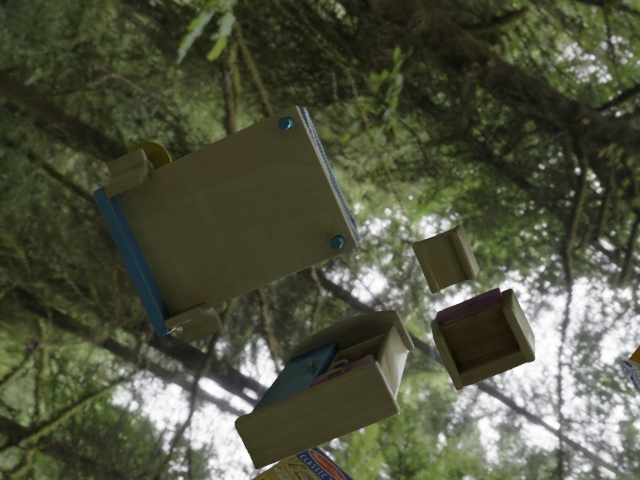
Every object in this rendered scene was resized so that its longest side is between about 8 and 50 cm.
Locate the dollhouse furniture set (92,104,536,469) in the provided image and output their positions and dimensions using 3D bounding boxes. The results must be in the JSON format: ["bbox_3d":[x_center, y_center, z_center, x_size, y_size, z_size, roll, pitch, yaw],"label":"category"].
[{"bbox_3d":[0.000,0.000,0.748,0.286,0.304,0.198,-24,-175,13],"label":"dollhouse furniture set"}]

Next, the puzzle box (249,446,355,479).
[{"bbox_3d":[0.051,0.435,0.966,0.272,0.408,0.052,-16,137,-54],"label":"puzzle box"}]

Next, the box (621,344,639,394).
[{"bbox_3d":[0.290,0.122,0.600,0.028,0.081,0.136,-43,-148,-11],"label":"box"}]
